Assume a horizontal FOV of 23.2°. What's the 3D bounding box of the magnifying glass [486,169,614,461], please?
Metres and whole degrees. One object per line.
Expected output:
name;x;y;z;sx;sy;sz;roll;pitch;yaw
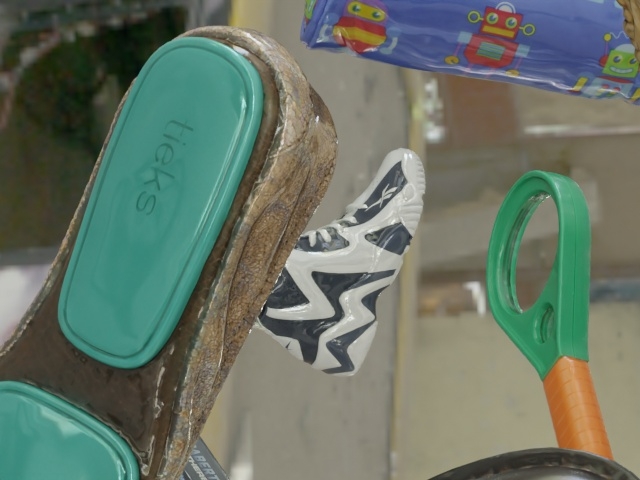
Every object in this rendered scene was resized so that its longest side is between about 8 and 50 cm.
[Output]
magnifying glass;0.131;0.054;0.853;0.231;0.026;0.092;-95;-155;-45

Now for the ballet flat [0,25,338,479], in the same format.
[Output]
ballet flat;-0.080;0.064;0.651;0.316;0.107;0.106;-59;158;6

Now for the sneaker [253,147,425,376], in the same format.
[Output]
sneaker;0.000;0.000;1.503;0.094;0.153;0.235;174;-62;-79

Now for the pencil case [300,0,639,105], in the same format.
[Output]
pencil case;0.130;-0.189;1.229;0.133;0.306;0.119;-94;-163;-51

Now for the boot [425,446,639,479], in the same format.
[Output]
boot;-0.021;0.107;0.350;0.091;0.263;0.229;60;-8;20

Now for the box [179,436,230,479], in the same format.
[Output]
box;-0.130;0.192;1.053;0.183;0.059;0.232;5;38;-49

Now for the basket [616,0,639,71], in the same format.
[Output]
basket;0.283;-0.038;0.658;0.223;0.213;0.299;-126;-168;-72
